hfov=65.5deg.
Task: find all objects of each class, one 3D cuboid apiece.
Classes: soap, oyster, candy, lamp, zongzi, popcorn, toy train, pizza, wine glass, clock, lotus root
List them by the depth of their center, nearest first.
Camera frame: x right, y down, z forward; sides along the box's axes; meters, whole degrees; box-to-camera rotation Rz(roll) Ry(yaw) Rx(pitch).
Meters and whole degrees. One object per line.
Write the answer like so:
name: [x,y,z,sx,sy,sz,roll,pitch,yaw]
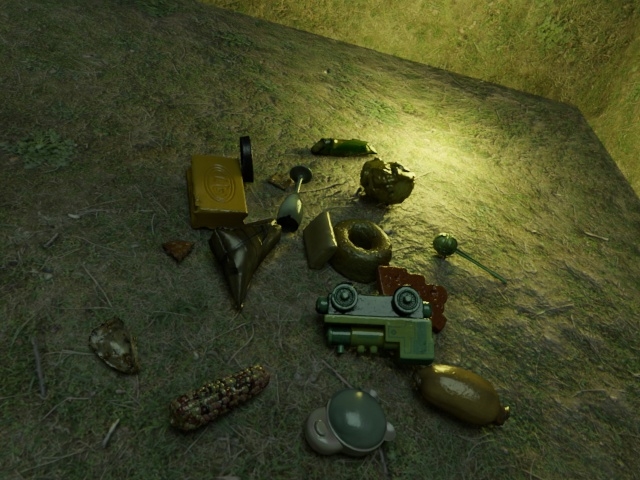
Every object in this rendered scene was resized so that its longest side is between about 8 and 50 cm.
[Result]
lamp: [0.076,0.484,1.330,0.245,0.108,0.180,-7,45,-26]
oyster: [-0.541,0.286,1.337,0.177,0.056,0.105,35,56,16]
lotus root: [0.420,0.453,1.471,0.303,0.131,0.146,23,44,3]
toy train: [0.165,0.261,1.549,0.368,0.150,0.237,3,70,-2]
zongzi: [-0.210,0.070,1.644,0.260,0.123,0.289,-13,62,-34]
pizza: [-0.478,0.029,1.644,0.099,0.029,0.100,17,40,9]
soap: [-0.384,-0.179,1.835,0.204,0.096,0.325,1,46,-20]
wine glass: [-0.021,-0.137,1.933,0.264,0.096,0.310,18,45,-8]
clock: [-0.291,-0.318,1.950,0.040,0.185,0.185,-6,48,-11]
candy: [0.596,0.078,1.972,0.335,0.092,0.093,32,7,2]
popcorn: [0.279,-0.245,2.110,0.233,0.193,0.266,16,16,18]

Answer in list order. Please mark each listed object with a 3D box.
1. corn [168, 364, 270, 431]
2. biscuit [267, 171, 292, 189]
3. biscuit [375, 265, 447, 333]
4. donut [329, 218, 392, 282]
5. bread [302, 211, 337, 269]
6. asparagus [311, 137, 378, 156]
corn: [-0.261,0.405,1.301,0.280,0.092,0.092,-19,55,-39]
biscuit: [-0.165,-0.246,2.043,0.083,0.018,0.081,29,43,8]
biscuit: [0.307,0.198,1.725,0.306,0.043,0.284,43,51,8]
donut: [0.146,0.020,1.829,0.271,0.107,0.272,11,41,-10]
bread: [0.000,0.000,1.779,0.060,0.139,0.178,25,37,-33]
asparagus: [0.124,-0.431,2.296,0.342,0.085,0.082,-2,23,-19]
